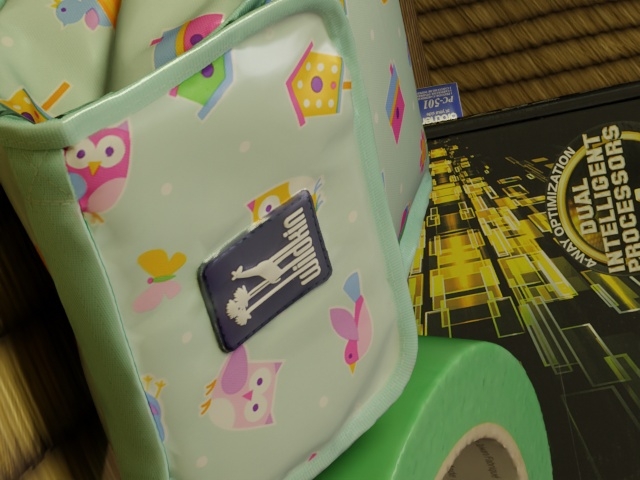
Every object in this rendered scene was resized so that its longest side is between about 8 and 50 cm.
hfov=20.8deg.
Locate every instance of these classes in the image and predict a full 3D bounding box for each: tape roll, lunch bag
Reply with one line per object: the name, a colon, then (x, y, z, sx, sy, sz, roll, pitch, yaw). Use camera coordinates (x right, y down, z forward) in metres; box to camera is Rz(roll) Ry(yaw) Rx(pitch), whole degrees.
tape roll: (0.041, 0.208, 0.891, 0.321, 0.077, 0.321, 4, 90, -67)
lunch bag: (-0.045, -0.032, 0.745, 0.262, 0.160, 0.223, -72, 155, -50)

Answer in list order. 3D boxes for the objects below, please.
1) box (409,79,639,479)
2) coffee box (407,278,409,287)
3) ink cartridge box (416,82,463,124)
box: (0.138, 0.106, 1.195, 0.097, 0.318, 0.395, -43, 123, -79)
coffee box: (0.000, 0.000, 1.044, 0.141, 0.098, 0.247, -12, 100, -81)
ink cartridge box: (0.093, -0.104, 1.794, 0.207, 0.097, 0.046, 79, 1, -77)
